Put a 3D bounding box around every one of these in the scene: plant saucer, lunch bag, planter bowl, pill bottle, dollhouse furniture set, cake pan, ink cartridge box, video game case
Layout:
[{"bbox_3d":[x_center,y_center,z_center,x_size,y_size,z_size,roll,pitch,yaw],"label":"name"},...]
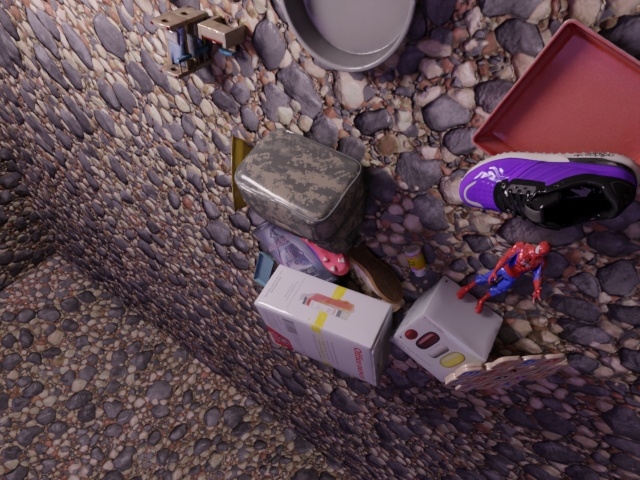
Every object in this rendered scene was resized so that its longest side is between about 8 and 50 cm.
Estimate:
[{"bbox_3d":[0.438,-0.195,0.735,0.259,0.048,0.259,37,142,6],"label":"plant saucer"},{"bbox_3d":[-0.040,-0.106,1.111,0.304,0.213,0.256,27,157,23],"label":"lunch bag"},{"bbox_3d":[-0.200,-0.189,1.230,0.090,0.217,0.217,0,137,-7],"label":"planter bowl"},{"bbox_3d":[0.253,0.054,1.142,0.043,0.043,0.083,0,126,41],"label":"pill bottle"},{"bbox_3d":[-0.290,-0.462,1.049,0.183,0.129,0.130,27,140,19],"label":"dollhouse furniture set"},{"bbox_3d":[0.050,-0.469,0.805,0.292,0.054,0.294,24,139,22],"label":"cake pan"},{"bbox_3d":[0.024,0.264,1.347,0.384,0.161,0.279,18,147,23],"label":"ink cartridge box"},{"bbox_3d":[-0.212,0.111,1.630,0.067,0.018,0.192,35,141,10],"label":"plant saucer"},{"bbox_3d":[-0.082,0.040,1.369,0.274,0.026,0.196,50,142,-9],"label":"video game case"}]

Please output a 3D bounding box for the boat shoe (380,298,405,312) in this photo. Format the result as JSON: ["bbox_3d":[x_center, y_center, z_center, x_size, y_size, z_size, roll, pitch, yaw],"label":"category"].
[{"bbox_3d":[0.193,0.215,1.339,0.063,0.059,0.170,46,143,-6],"label":"boat shoe"}]

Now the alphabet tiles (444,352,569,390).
[{"bbox_3d":[0.468,0.334,1.099,0.283,0.021,0.278,0,148,-8],"label":"alphabet tiles"}]

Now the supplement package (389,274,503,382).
[{"bbox_3d":[0.333,0.243,1.169,0.194,0.149,0.203,37,143,6],"label":"supplement package"}]

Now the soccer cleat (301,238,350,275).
[{"bbox_3d":[0.000,0.000,1.263,0.248,0.083,0.095,52,-177,19],"label":"soccer cleat"}]

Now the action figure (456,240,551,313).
[{"bbox_3d":[0.411,0.102,0.982,0.091,0.139,0.280,36,140,5],"label":"action figure"}]

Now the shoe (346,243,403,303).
[{"bbox_3d":[0.154,0.093,1.253,0.219,0.076,0.058,49,162,2],"label":"shoe"}]

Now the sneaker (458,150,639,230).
[{"bbox_3d":[0.369,-0.080,0.748,0.293,0.146,0.102,1,127,40],"label":"sneaker"}]
